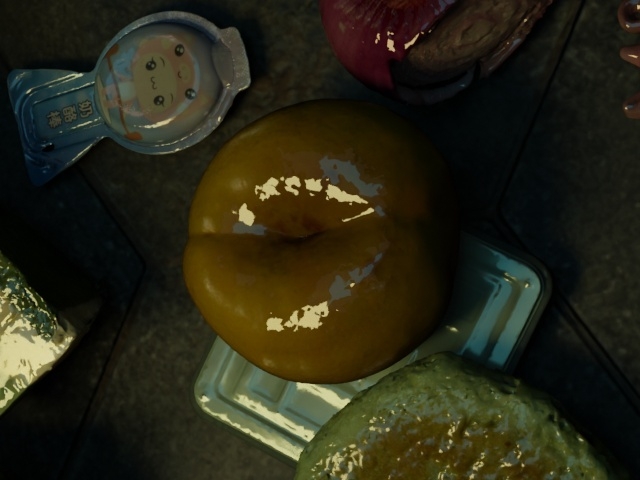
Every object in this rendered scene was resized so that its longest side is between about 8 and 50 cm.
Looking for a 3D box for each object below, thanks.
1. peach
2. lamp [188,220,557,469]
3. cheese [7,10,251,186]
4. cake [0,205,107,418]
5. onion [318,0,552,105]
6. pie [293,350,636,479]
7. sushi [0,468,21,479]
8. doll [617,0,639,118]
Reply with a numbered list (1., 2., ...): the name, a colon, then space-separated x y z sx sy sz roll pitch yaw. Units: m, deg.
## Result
1. peach: 0.000 0.000 1.656 0.251 0.153 0.251 -2 81 13
2. lamp: 0.044 0.090 1.735 0.269 0.047 0.266 26 95 18
3. cheese: -0.180 -0.139 1.830 0.245 0.052 0.135 -16 80 17
4. cake: -0.339 0.038 1.728 0.158 0.172 0.283 -43 117 10
5. onion: 0.091 -0.234 1.693 0.200 0.200 0.207 38 129 18
6. pie: 0.122 0.258 1.650 0.323 0.070 0.323 1 96 8
7. sushi: -0.370 0.363 1.708 0.294 0.178 0.352 0 54 50
8. doll: 0.366 -0.141 1.623 0.262 0.093 0.211 38 91 21
